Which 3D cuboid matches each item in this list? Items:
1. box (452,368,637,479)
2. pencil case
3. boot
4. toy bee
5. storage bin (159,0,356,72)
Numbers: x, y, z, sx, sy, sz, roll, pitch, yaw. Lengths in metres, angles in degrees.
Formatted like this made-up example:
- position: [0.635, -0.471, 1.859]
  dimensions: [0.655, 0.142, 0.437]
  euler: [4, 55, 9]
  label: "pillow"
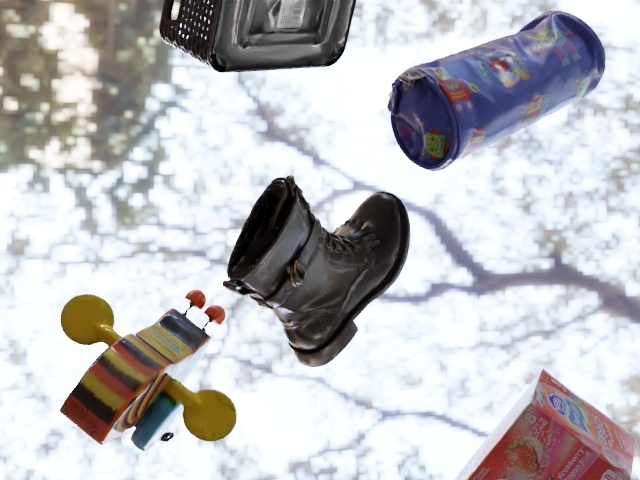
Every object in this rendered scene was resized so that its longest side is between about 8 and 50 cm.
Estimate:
- position: [0.233, 0.326, 2.030]
  dimensions: [0.154, 0.142, 0.300]
  euler: [36, -71, 3]
  label: "box"
- position: [0.207, -0.186, 2.008]
  dimensions: [0.133, 0.306, 0.119]
  euler: [43, -43, 25]
  label: "pencil case"
- position: [0.000, 0.000, 1.902]
  dimensions: [0.091, 0.229, 0.263]
  euler: [12, -119, 32]
  label: "boot"
- position: [-0.173, 0.115, 1.674]
  dimensions: [0.162, 0.195, 0.298]
  euler: [-54, -166, 0]
  label: "toy bee"
- position: [-0.056, -0.237, 1.633]
  dimensions: [0.084, 0.180, 0.122]
  euler: [32, -61, 40]
  label: "storage bin"
